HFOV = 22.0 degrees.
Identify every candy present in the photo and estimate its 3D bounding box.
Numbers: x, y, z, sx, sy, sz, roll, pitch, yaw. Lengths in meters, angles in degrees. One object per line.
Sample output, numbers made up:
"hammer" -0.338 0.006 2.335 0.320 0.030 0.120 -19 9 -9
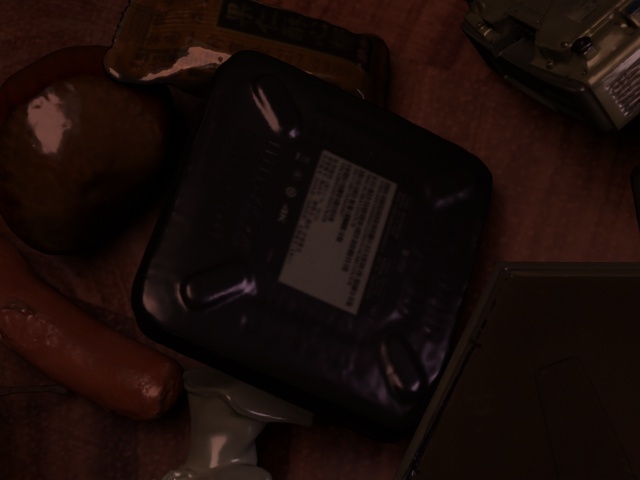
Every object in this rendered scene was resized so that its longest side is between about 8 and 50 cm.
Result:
"candy" -0.064 -0.175 1.564 0.271 0.101 0.143 16 58 -8

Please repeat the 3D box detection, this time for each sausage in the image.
"sausage" -0.261 0.080 1.588 0.326 0.079 0.087 32 95 26

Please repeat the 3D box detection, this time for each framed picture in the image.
"framed picture" 0.196 0.129 1.344 0.232 0.024 0.315 0 42 34

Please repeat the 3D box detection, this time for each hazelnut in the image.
"hazelnut" -0.246 -0.100 1.592 0.210 0.186 0.210 -1 88 20

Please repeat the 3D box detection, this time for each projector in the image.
"projector" 0.248 -0.210 1.462 0.193 0.088 0.269 -40 27 -1

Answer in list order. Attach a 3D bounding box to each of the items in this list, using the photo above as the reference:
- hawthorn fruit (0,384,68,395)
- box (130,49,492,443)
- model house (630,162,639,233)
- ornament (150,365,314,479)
"hawthorn fruit" -0.436 0.185 1.524 0.231 0.235 0.263 -23 30 40
"box" 0.000 0.000 1.446 0.289 0.073 0.290 26 63 -13
"model house" 0.397 -0.112 1.390 0.204 0.218 0.279 13 70 20
"ornament" -0.086 0.189 1.472 0.130 0.120 0.285 -12 52 59
